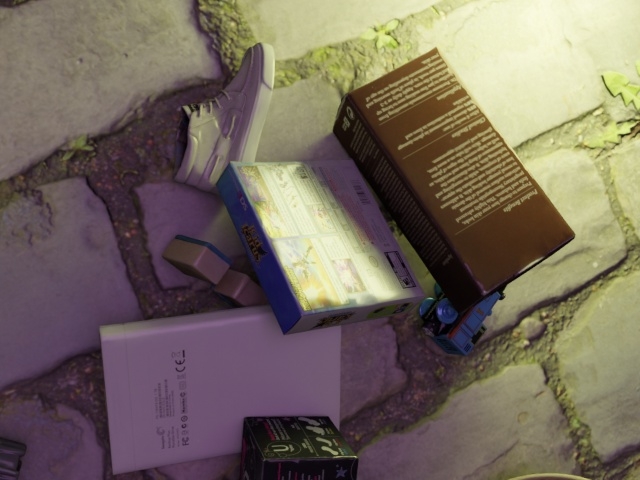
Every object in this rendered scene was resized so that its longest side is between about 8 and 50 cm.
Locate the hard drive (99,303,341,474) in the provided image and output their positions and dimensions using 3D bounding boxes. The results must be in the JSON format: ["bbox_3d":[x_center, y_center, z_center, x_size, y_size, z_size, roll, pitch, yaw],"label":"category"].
[{"bbox_3d":[-0.143,0.215,1.346,0.353,0.047,0.233,-6,112,-17],"label":"hard drive"}]

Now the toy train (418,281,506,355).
[{"bbox_3d":[0.244,0.102,1.505,0.105,0.080,0.184,45,70,-16],"label":"toy train"}]

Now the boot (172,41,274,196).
[{"bbox_3d":[-0.155,-0.200,1.403,0.123,0.095,0.258,14,81,-22],"label":"boot"}]

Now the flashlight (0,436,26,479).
[{"bbox_3d":[-0.564,0.279,1.231,0.304,0.103,0.103,15,73,-14],"label":"flashlight"}]

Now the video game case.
[{"bbox_3d":[0.000,0.000,1.355,0.244,0.061,0.269,-5,58,-40],"label":"video game case"}]

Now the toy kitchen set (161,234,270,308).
[{"bbox_3d":[-0.105,0.025,1.405,0.207,0.122,0.166,42,73,-29],"label":"toy kitchen set"}]

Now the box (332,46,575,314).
[{"bbox_3d":[0.206,-0.097,1.437,0.191,0.143,0.381,-29,77,-17],"label":"box"}]

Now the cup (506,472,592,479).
[{"bbox_3d":[0.362,0.568,1.393,0.331,0.331,0.237,-29,119,-17],"label":"cup"}]

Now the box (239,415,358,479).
[{"bbox_3d":[-0.045,0.401,1.314,0.142,0.163,0.247,3,100,-16],"label":"box"}]
